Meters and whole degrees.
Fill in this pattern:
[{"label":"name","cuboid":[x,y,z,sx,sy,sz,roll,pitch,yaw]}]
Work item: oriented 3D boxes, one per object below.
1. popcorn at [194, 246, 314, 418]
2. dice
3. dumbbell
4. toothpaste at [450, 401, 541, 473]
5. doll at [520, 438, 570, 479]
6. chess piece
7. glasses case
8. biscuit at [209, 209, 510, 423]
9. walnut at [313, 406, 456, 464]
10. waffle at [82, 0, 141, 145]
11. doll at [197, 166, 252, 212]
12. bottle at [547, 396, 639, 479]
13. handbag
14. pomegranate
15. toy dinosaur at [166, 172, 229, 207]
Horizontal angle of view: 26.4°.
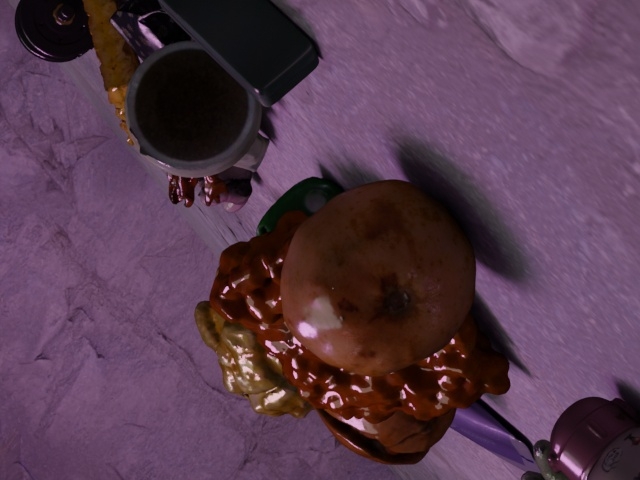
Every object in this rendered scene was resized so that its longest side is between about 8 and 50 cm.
[{"label":"popcorn","cuboid":[-0.065,0.155,2.281,0.274,0.279,0.335,2,173,18]},{"label":"dice","cuboid":[0.000,0.000,1.795,0.128,0.120,0.131,44,173,19]},{"label":"dumbbell","cuboid":[-0.441,-0.374,2.305,0.143,0.143,0.325,51,172,-14]},{"label":"toothpaste","cuboid":[0.194,0.253,2.107,0.371,0.080,0.125,35,164,42]},{"label":"doll","cuboid":[0.316,0.305,1.754,0.115,0.077,0.150,5,141,18]},{"label":"chess piece","cuboid":[-0.157,-0.158,1.803,0.176,0.176,0.298,48,179,3]},{"label":"glasses case","cuboid":[-0.087,-0.220,1.392,0.184,0.078,0.039,45,172,25]},{"label":"biscuit","cuboid":[0.040,0.100,1.665,0.318,0.110,0.312,-18,122,37]},{"label":"walnut","cuboid":[0.074,0.178,1.971,0.336,0.209,0.209,54,178,45]},{"label":"waffle","cuboid":[-0.308,-0.267,2.148,0.219,0.057,0.229,77,176,-60]},{"label":"doll","cuboid":[-0.191,-0.127,2.276,0.192,0.095,0.149,44,-169,24]},{"label":"bottle","cuboid":[0.315,0.242,1.291,0.233,0.110,0.110,44,170,37]},{"label":"handbag","cuboid":[-0.197,-0.278,1.787,0.115,0.072,0.139,51,158,-20]},{"label":"pomegranate","cuboid":[0.057,0.036,1.384,0.207,0.207,0.207,48,172,9]},{"label":"toy dinosaur","cuboid":[-0.185,-0.171,2.044,0.208,0.097,0.432,42,150,28]}]
